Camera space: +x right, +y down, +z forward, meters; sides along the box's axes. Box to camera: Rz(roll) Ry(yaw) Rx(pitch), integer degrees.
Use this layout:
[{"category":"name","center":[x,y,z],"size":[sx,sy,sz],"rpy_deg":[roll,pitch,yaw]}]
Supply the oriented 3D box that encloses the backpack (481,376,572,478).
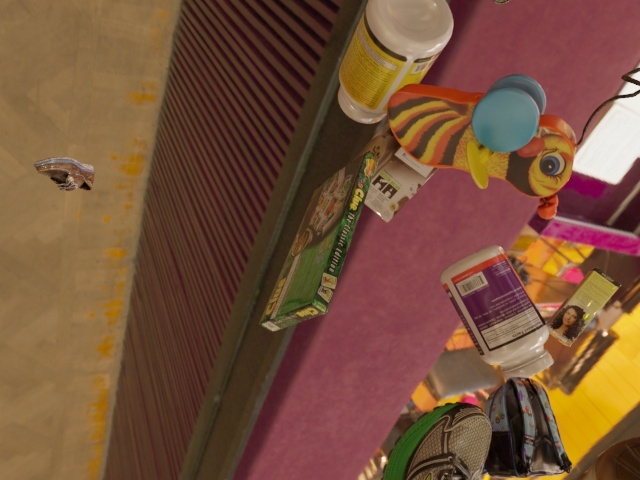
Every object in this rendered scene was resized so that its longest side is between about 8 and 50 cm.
[{"category":"backpack","center":[0.366,0.348,1.010],"size":[0.158,0.173,0.117],"rpy_deg":[11,154,-32]}]

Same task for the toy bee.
[{"category":"toy bee","center":[0.224,-0.102,0.623],"size":[0.195,0.298,0.162],"rpy_deg":[-27,120,-36]}]

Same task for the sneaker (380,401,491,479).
[{"category":"sneaker","center":[0.146,0.365,0.684],"size":[0.134,0.146,0.343],"rpy_deg":[42,61,-15]}]

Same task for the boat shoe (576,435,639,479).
[{"category":"boat shoe","center":[0.511,0.309,0.739],"size":[0.341,0.121,0.110],"rpy_deg":[-2,146,-9]}]

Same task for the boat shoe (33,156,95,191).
[{"category":"boat shoe","center":[-0.573,-0.147,1.232],"size":[0.066,0.066,0.183],"rpy_deg":[-11,178,13]}]

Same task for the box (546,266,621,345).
[{"category":"box","center":[0.762,0.193,1.580],"size":[0.232,0.087,0.058],"rpy_deg":[-52,166,1]}]

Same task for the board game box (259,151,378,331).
[{"category":"board game box","center":[0.000,0.000,0.768],"size":[0.030,0.260,0.136],"rpy_deg":[36,145,-23]}]

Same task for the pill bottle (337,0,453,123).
[{"category":"pill bottle","center":[0.150,-0.414,1.245],"size":[0.188,0.188,0.334],"rpy_deg":[-14,166,-19]}]

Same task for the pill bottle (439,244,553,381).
[{"category":"pill bottle","center":[0.452,0.186,1.376],"size":[0.181,0.323,0.181],"rpy_deg":[-25,168,-6]}]

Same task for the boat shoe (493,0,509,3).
[{"category":"boat shoe","center":[0.373,-0.592,1.051],"size":[0.335,0.121,0.119],"rpy_deg":[30,69,-65]}]

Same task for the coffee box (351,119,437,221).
[{"category":"coffee box","center":[0.204,-0.213,1.322],"size":[0.119,0.168,0.297],"rpy_deg":[36,104,-25]}]
